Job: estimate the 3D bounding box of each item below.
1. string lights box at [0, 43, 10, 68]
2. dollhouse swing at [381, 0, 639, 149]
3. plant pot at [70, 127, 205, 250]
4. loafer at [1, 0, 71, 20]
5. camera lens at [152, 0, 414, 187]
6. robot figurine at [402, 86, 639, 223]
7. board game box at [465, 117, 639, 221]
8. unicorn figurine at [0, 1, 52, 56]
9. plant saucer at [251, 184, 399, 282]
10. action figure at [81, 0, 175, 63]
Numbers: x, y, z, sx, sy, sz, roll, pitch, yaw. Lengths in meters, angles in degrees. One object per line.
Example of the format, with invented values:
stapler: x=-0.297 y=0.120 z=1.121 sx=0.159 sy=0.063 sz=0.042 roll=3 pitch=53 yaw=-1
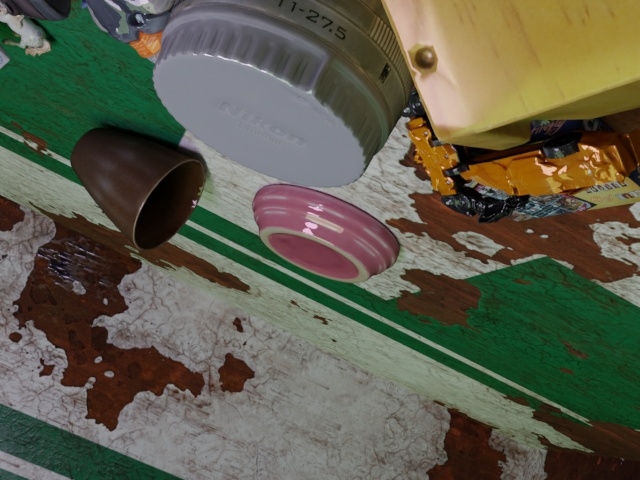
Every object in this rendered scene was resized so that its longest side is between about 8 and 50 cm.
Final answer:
string lights box: x=-0.628 y=-0.376 z=1.183 sx=0.133 sy=0.076 sz=0.260 roll=48 pitch=179 yaw=38
dollhouse swing: x=0.258 y=-0.236 z=0.525 sx=0.346 sy=0.305 sz=0.315 roll=-15 pitch=104 yaw=38
plant pot: x=-0.395 y=-0.129 z=1.543 sx=0.230 sy=0.215 sz=0.215 roll=33 pitch=164 yaw=14
loafer: x=-0.430 y=-0.370 z=0.954 sx=0.095 sy=0.109 sz=0.302 roll=-6 pitch=164 yaw=8
camera lens: x=-0.002 y=-0.214 z=0.674 sx=0.219 sy=0.275 sz=0.219 roll=21 pitch=162 yaw=7
robot figurine: x=0.223 y=-0.126 z=0.893 sx=0.291 sy=0.085 sz=0.211 roll=-4 pitch=117 yaw=55
board game box: x=0.305 y=-0.095 z=1.017 sx=0.165 sy=0.042 sz=0.243 roll=32 pitch=160 yaw=-25
unicorn figurine: x=-0.508 y=-0.361 z=1.235 sx=0.111 sy=0.060 sz=0.162 roll=11 pitch=174 yaw=31
plant saucer: x=0.000 y=0.000 z=1.586 sx=0.331 sy=0.084 sz=0.332 roll=21 pitch=163 yaw=7
action figure: x=-0.279 y=-0.324 z=0.873 sx=0.330 sy=0.179 sz=0.341 roll=44 pitch=152 yaw=-26
